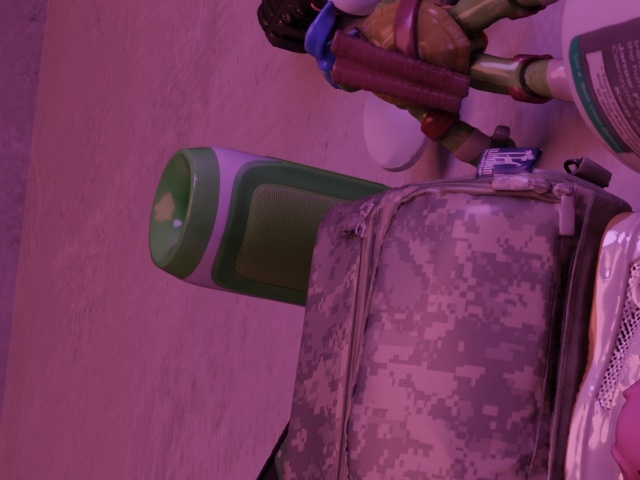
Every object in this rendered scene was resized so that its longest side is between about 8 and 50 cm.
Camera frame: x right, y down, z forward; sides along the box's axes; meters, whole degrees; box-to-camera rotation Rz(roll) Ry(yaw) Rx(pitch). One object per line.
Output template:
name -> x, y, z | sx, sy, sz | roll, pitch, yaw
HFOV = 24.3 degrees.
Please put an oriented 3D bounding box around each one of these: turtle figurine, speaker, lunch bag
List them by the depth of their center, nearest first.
lunch bag -> 0.122, 0.097, 1.160 | 0.256, 0.212, 0.305 | -9, 69, 59
turtle figurine -> 0.153, -0.172, 1.309 | 0.266, 0.274, 0.198 | -4, 63, 41
speaker -> 0.000, 0.000, 1.360 | 0.131, 0.296, 0.131 | -41, 43, 54

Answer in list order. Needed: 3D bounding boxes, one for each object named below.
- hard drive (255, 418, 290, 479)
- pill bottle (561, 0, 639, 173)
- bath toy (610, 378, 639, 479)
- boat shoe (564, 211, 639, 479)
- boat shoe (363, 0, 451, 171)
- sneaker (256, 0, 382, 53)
hard drive -> 0.002, 0.291, 1.505 | 0.339, 0.064, 0.237 | -64, 27, 31
pill bottle -> 0.291, -0.128, 0.823 | 0.361, 0.204, 0.204 | -173, 95, -77
bath toy -> 0.236, 0.147, 0.930 | 0.129, 0.151, 0.348 | 12, 86, 39
boat shoe -> 0.237, 0.116, 1.031 | 0.096, 0.098, 0.277 | 1, 83, 39
boat shoe -> 0.100, -0.167, 1.509 | 0.077, 0.070, 0.219 | 4, 73, 26
sneaker -> 0.002, -0.274, 1.747 | 0.296, 0.104, 0.147 | -117, 41, -61
